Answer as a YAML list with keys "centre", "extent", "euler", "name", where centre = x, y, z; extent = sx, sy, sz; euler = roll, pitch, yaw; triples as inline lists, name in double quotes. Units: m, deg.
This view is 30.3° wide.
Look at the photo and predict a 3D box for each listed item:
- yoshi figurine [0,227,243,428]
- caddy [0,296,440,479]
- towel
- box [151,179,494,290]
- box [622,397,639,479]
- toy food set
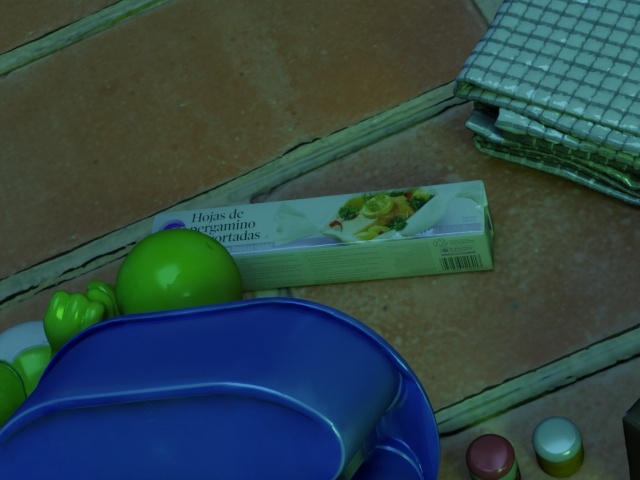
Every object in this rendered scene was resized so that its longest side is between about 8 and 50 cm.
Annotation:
- centre: [-0.209, 0.083, 1.048]
  extent: [0.362, 0.203, 0.203]
  euler: [-8, 48, 8]
  name: "yoshi figurine"
- centre: [-0.081, 0.175, 0.905]
  extent: [0.341, 0.241, 0.179]
  euler: [-7, 18, 16]
  name: "caddy"
- centre: [0.295, -0.155, 1.098]
  extent: [0.284, 0.121, 0.235]
  euler: [20, 66, 26]
  name: "towel"
- centre: [0.000, 0.000, 1.113]
  extent: [0.324, 0.067, 0.063]
  euler: [-6, 53, 15]
  name: "box"
- centre: [0.349, 0.137, 0.846]
  extent: [0.203, 0.167, 0.168]
  euler: [-44, 55, -14]
  name: "box"
- centre: [0.139, 0.226, 0.889]
  extent: [0.111, 0.104, 0.232]
  euler: [7, 59, 22]
  name: "toy food set"
